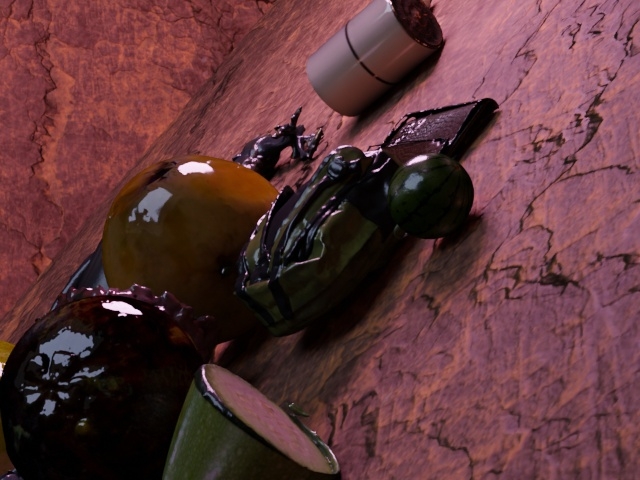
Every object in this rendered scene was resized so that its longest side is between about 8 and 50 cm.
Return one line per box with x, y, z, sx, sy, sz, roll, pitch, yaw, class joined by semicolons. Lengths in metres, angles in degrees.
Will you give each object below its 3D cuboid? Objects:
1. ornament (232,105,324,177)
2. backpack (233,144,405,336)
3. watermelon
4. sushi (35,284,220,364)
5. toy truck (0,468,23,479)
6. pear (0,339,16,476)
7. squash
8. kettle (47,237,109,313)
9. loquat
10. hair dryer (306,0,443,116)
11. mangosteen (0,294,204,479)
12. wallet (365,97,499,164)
-0.091;-0.136;2.347;0.202;0.080;0.236;-51;16;-28;ornament
0.000;0.000;1.661;0.207;0.140;0.253;-31;18;51;backpack
0.119;-0.047;1.544;0.109;0.109;0.109;-42;16;15;watermelon
-0.242;0.178;1.710;0.270;0.236;0.171;-41;33;48;sushi
-0.397;0.363;1.709;0.124;0.114;0.253;-51;-18;19;toy truck
-0.527;0.288;2.089;0.294;0.294;0.294;-42;16;15;pear
-0.073;0.211;1.323;0.123;0.170;0.170;-60;14;9;squash
-0.299;0.112;2.025;0.271;0.251;0.207;-59;-12;-10;kettle
-0.160;0.014;1.834;0.263;0.263;0.263;-42;16;15;loquat
0.122;-0.357;2.298;0.203;0.128;0.362;-38;10;32;hair dryer
-0.206;0.190;1.459;0.231;0.289;0.231;-15;55;23;mangosteen
0.134;-0.133;1.826;0.133;0.039;0.243;-50;16;-13;wallet
